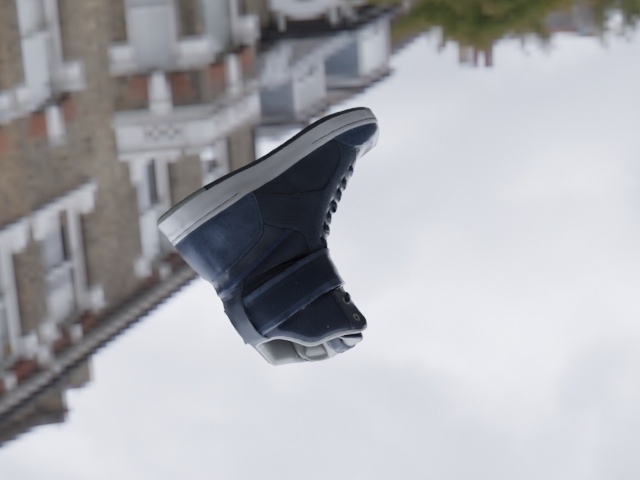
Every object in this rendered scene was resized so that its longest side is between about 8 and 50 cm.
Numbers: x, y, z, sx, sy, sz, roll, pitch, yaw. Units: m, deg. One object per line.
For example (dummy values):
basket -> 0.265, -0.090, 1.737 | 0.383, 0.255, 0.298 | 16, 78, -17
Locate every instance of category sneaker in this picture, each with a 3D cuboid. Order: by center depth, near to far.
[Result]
sneaker -> -0.001, 0.001, 1.336 | 0.226, 0.163, 0.086 | -34, 177, -38
